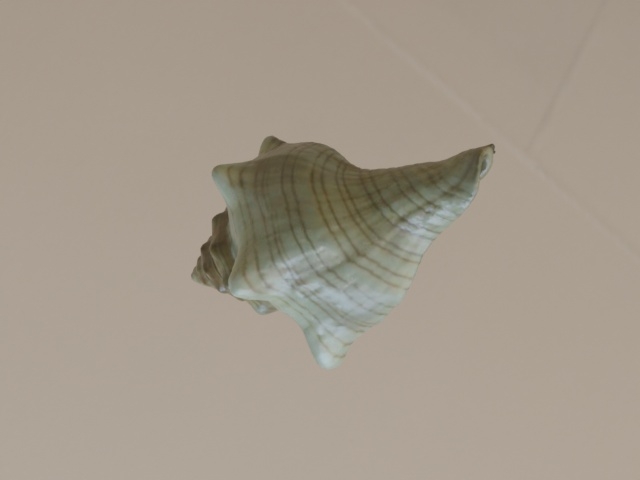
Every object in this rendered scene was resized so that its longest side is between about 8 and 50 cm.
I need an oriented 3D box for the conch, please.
[{"bbox_3d":[-0.013,0.003,0.832,0.114,0.234,0.137,13,-95,-26],"label":"conch"}]
